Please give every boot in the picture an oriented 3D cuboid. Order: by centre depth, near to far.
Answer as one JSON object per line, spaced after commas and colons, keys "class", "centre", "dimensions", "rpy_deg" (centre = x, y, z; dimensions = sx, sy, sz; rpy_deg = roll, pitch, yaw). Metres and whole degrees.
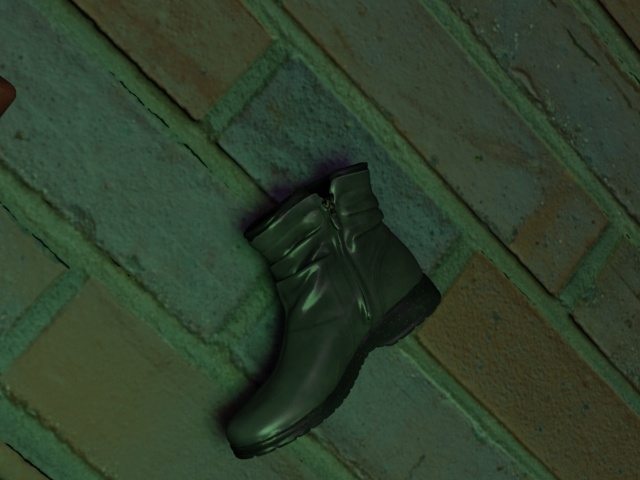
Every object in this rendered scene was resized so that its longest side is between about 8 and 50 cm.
{"class": "boot", "centre": [-0.030, 0.073, 1.092], "dimensions": [0.338, 0.118, 0.223], "rpy_deg": [-42, 107, -28]}

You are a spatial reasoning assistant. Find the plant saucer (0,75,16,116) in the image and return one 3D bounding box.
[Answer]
{"class": "plant saucer", "centre": [-0.487, -0.136, 0.937], "dimensions": [0.258, 0.047, 0.259], "rpy_deg": [38, 75, -18]}
